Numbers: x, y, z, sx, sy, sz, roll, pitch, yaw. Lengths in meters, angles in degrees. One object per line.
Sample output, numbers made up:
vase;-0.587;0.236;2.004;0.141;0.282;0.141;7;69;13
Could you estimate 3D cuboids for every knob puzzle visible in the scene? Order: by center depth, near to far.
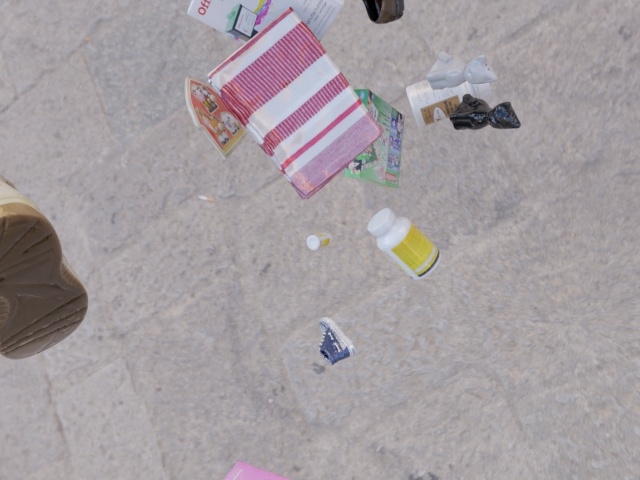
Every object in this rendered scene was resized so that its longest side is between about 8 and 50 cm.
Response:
knob puzzle;-0.249;-0.306;1.349;0.030;0.213;0.213;-26;73;25

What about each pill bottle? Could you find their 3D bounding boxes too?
pill bottle;0.206;0.006;1.421;0.103;0.103;0.184;-43;110;13
pill bottle;0.000;0.000;1.627;0.043;0.083;0.043;6;102;32
pill bottle;0.383;-0.436;1.705;0.229;0.131;0.131;-18;76;15

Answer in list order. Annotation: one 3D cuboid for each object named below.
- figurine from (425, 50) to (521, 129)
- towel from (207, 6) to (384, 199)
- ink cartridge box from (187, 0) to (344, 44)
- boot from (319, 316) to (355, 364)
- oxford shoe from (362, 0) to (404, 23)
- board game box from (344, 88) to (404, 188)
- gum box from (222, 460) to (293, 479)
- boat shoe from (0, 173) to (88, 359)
figurine;0.377;-0.361;1.392;0.092;0.215;0.209;-41;25;-7
towel;-0.044;-0.279;1.191;0.237;0.037;0.329;-42;109;-7
ink cartridge box;-0.116;-0.519;1.215;0.201;0.278;0.117;-46;29;44
boot;0.023;0.302;1.739;0.086;0.069;0.190;-24;29;-19
oxford shoe;0.114;-0.589;1.250;0.083;0.096;0.227;2;117;52
board game box;0.151;-0.258;1.515;0.046;0.317;0.213;7;92;24
gum box;-0.088;0.305;0.520;0.107;0.188;0.062;-5;122;46
boat shoe;-0.331;0.033;0.620;0.109;0.302;0.098;-30;68;-29
